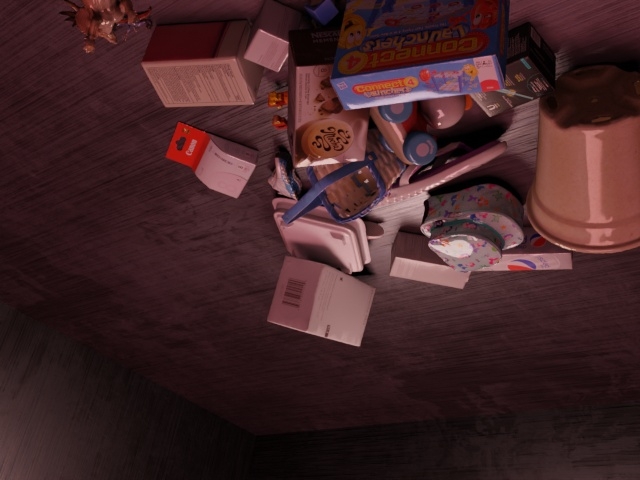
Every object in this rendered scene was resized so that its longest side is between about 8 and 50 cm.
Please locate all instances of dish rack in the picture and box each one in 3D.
[{"bbox_3d":[0.000,0.000,2.323,0.285,0.072,0.333,13,157,15],"label":"dish rack"}]

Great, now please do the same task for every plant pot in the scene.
[{"bbox_3d":[0.602,-0.195,1.684,0.333,0.334,0.306,-3,136,21],"label":"plant pot"}]

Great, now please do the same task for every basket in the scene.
[{"bbox_3d":[0.056,-0.149,1.911,0.201,0.288,0.254,60,147,4],"label":"basket"}]

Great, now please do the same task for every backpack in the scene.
[{"bbox_3d":[0.420,-0.038,2.097,0.253,0.191,0.225,-21,136,34],"label":"backpack"}]

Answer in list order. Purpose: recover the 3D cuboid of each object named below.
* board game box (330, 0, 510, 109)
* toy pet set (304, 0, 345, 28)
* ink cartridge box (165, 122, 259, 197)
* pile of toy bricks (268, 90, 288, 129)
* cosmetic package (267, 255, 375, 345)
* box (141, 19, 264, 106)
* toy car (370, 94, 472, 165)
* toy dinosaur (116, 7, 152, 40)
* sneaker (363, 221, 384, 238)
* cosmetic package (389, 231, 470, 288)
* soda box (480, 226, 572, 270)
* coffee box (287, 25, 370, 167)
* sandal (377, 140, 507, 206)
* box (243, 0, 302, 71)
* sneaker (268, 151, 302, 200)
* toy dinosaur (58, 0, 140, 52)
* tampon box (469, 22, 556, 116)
[{"bbox_3d":[0.193,-0.403,1.453,0.308,0.302,0.086,-4,146,23],"label":"board game box"},{"bbox_3d":[0.028,-0.467,1.629,0.122,0.065,0.114,-10,143,30],"label":"toy pet set"},{"bbox_3d":[-0.307,-0.219,2.150,0.232,0.066,0.189,16,149,-16],"label":"ink cartridge box"},{"bbox_3d":[-0.039,-0.331,1.805,0.212,0.118,0.105,-6,164,21],"label":"pile of toy bricks"},{"bbox_3d":[0.012,0.197,2.435,0.156,0.217,0.385,12,174,31],"label":"cosmetic package"},{"bbox_3d":[-0.264,-0.402,1.767,0.232,0.127,0.149,1,147,16],"label":"box"},{"bbox_3d":[0.236,-0.313,1.748,0.238,0.219,0.210,-35,109,-2],"label":"toy car"},{"bbox_3d":[-0.427,-0.501,1.764,0.082,0.047,0.090,20,115,2],"label":"toy dinosaur"},{"bbox_3d":[0.126,-0.022,2.335,0.134,0.051,0.070,4,156,8],"label":"sneaker"},{"bbox_3d":[0.337,0.061,2.353,0.237,0.107,0.127,9,149,-2],"label":"cosmetic package"},{"bbox_3d":[0.574,0.024,2.220,0.286,0.098,0.091,-2,146,20],"label":"soda box"},{"bbox_3d":[0.017,-0.308,1.679,0.168,0.119,0.297,-6,143,-8],"label":"coffee box"},{"bbox_3d":[0.275,-0.186,1.961,0.416,0.169,0.102,-22,96,42],"label":"sandal"},{"bbox_3d":[-0.104,-0.444,1.673,0.087,0.102,0.101,19,148,-18],"label":"box"},{"bbox_3d":[-0.112,-0.177,2.143,0.082,0.071,0.191,8,149,17],"label":"sneaker"},{"bbox_3d":[-0.479,-0.534,1.647,0.127,0.200,0.296,-15,135,-31],"label":"toy dinosaur"},{"bbox_3d":[0.401,-0.360,1.647,0.161,0.102,0.120,-18,138,40],"label":"tampon box"}]
